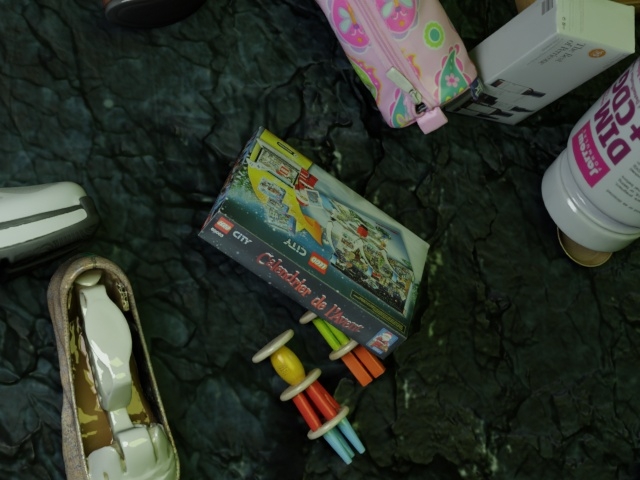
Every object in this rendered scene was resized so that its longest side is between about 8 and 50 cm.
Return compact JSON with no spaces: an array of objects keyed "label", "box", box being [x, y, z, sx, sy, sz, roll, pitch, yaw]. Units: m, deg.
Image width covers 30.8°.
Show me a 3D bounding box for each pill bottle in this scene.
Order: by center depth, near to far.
[{"label":"pill bottle","box":[0.378,-0.113,1.294,0.160,0.283,0.160,13,54,-19]}]

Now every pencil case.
[{"label":"pencil case","box":[0.062,-0.256,1.263,0.124,0.124,0.284,-42,111,-25]}]

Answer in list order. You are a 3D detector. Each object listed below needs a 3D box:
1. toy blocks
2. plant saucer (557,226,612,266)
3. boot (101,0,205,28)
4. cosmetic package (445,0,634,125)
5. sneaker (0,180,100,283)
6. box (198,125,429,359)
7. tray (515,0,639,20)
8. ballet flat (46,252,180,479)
[{"label":"toy blocks","box":[0.017,0.147,1.221,0.123,0.054,0.148,-38,93,-25]},{"label":"plant saucer","box":[0.318,-0.008,1.406,0.083,0.015,0.084,6,74,-22]},{"label":"boot","box":[-0.180,-0.386,1.246,0.264,0.096,0.280,-32,90,-26]},{"label":"cosmetic package","box":[0.238,-0.198,1.295,0.098,0.239,0.061,7,74,-21]},{"label":"sneaker","box":[-0.430,-0.066,1.020,0.447,0.169,0.258,-11,84,-22]},{"label":"box","box":[0.000,0.000,1.218,0.233,0.044,0.159,35,39,-11]},{"label":"tray","box":[0.426,-0.396,1.516,0.410,0.076,0.203,-10,81,-24]},{"label":"ballet flat","box":[-0.195,0.162,1.099,0.107,0.106,0.316,-14,83,-25]}]
